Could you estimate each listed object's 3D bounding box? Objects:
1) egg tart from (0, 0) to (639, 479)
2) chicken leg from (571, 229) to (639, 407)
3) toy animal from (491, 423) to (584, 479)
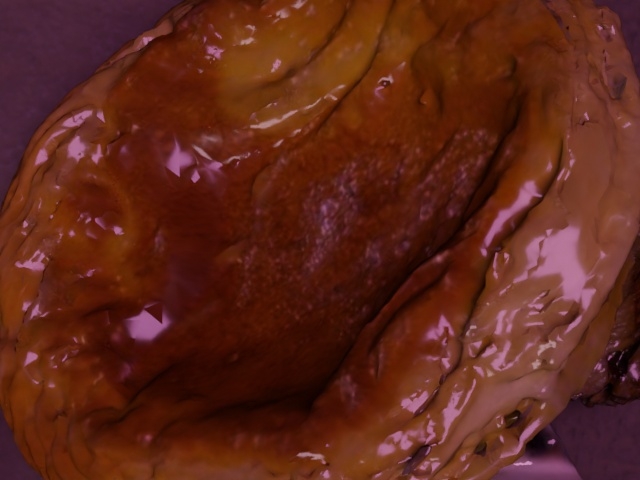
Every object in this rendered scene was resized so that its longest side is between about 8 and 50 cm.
[{"bbox_3d":[0.000,0.000,0.657,0.352,0.352,0.150,-57,140,-10],"label":"egg tart"},{"bbox_3d":[0.148,0.025,0.707,0.080,0.196,0.125,11,78,16],"label":"chicken leg"},{"bbox_3d":[0.029,0.251,0.641,0.310,0.251,0.251,-26,92,-4],"label":"toy animal"}]
